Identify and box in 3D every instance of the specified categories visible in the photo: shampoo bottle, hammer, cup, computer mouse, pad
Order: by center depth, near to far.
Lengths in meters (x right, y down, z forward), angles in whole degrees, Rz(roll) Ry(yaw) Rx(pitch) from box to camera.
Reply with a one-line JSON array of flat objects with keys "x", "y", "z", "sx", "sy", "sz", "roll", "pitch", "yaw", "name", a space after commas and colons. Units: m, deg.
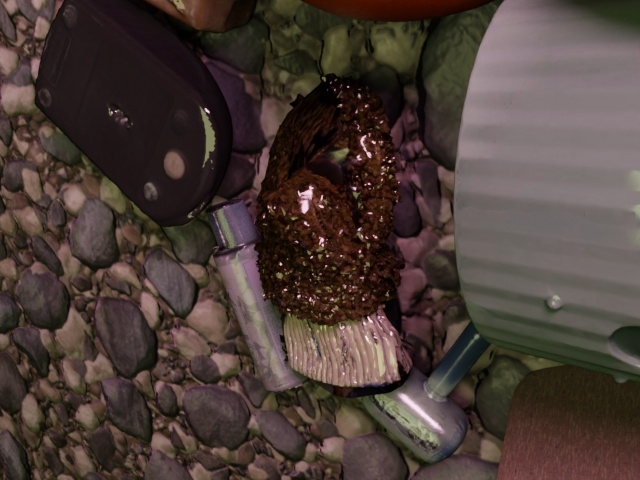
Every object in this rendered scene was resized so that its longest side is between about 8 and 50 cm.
[{"x": 0.315, "y": 0.009, "z": 0.597, "sx": 0.392, "sy": 0.310, "sz": 0.401, "roll": 7, "pitch": 115, "yaw": 30, "name": "cup"}, {"x": 0.223, "y": 0.209, "z": 0.799, "sx": 0.176, "sy": 0.266, "sz": 0.002, "roll": -16, "pitch": 128, "yaw": 38, "name": "pad"}, {"x": 0.127, "y": 0.129, "z": 0.946, "sx": 0.116, "sy": 0.069, "sz": 0.194, "roll": 40, "pitch": 119, "yaw": 14, "name": "hammer"}, {"x": -0.184, "y": -0.143, "z": 1.009, "sx": 0.269, "sy": 0.100, "sz": 0.170, "roll": 43, "pitch": 123, "yaw": 17, "name": "computer mouse"}, {"x": -0.069, "y": 0.059, "z": 1.040, "sx": 0.072, "sy": 0.072, "sz": 0.214, "roll": -13, "pitch": 102, "yaw": 37, "name": "shampoo bottle"}]

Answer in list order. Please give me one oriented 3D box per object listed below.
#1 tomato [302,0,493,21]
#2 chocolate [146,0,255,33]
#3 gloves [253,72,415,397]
[{"x": 0.055, "y": -0.308, "z": 0.649, "sx": 0.321, "sy": 0.321, "sz": 0.322, "roll": 14, "pitch": 117, "yaw": 29, "name": "tomato"}, {"x": -0.123, "y": -0.307, "z": 0.903, "sx": 0.148, "sy": 0.093, "sz": 0.214, "roll": 35, "pitch": 125, "yaw": 19, "name": "chocolate"}, {"x": 0.007, "y": -0.001, "z": 0.901, "sx": 0.210, "sy": 0.135, "sz": 0.313, "roll": -141, "pitch": 42, "yaw": -73, "name": "gloves"}]
